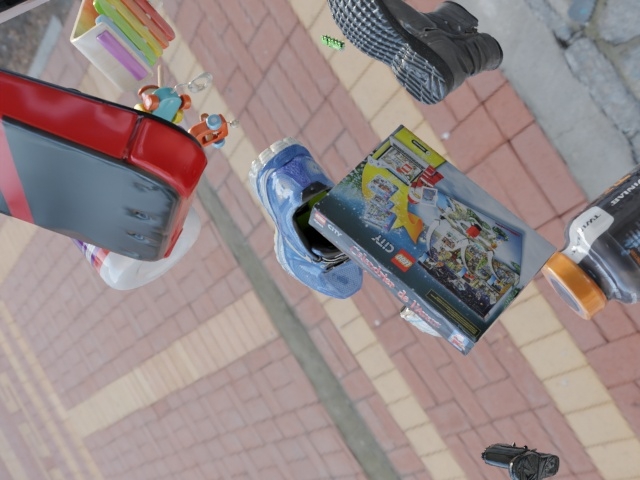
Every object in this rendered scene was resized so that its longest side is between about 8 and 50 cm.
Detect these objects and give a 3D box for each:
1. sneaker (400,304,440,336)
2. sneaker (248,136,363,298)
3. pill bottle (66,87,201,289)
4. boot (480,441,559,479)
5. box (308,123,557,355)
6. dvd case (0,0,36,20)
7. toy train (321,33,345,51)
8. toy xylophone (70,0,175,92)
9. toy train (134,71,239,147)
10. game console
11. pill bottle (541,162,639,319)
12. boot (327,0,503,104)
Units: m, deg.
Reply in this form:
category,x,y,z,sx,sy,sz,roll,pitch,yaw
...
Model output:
category,x,y,z,sx,sy,sz,roll,pitch,yaw
sneaker,0.240,0.148,1.657,0.083,0.071,0.191,50,155,-23
sneaker,0.000,0.000,1.332,0.147,0.130,0.330,48,171,40
pill bottle,-0.351,-0.089,1.406,0.323,0.182,0.181,49,146,12
boot,0.283,0.325,1.297,0.099,0.121,0.045,3,87,45
box,0.126,-0.006,0.994,0.233,0.159,0.044,41,156,12
dvd case,-0.358,-0.286,1.048,0.180,0.253,0.022,-2,120,51
toy train,0.028,-0.447,1.994,0.083,0.017,0.023,35,141,45
toy xylophone,-0.319,-0.345,1.489,0.236,0.081,0.322,42,-157,-39
toy train,-0.171,-0.158,1.089,0.046,0.125,0.166,58,171,21
game console,-0.297,-0.083,0.891,0.342,0.060,0.386,21,163,-8
pill bottle,0.385,-0.012,1.054,0.130,0.246,0.130,51,180,0
boot,0.179,-0.420,1.696,0.338,0.223,0.118,50,142,3
